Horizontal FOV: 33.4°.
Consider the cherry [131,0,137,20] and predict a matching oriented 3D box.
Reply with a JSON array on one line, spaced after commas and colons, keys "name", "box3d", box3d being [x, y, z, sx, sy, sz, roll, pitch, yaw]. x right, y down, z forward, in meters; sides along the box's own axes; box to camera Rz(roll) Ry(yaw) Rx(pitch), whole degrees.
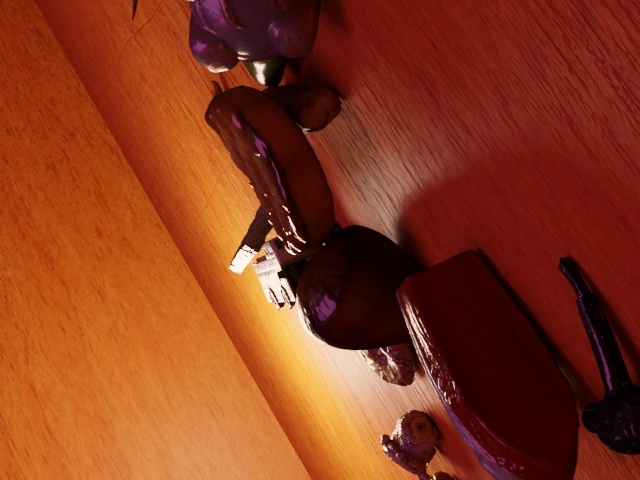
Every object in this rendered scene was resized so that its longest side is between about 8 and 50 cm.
[{"name": "cherry", "box3d": [-0.313, -0.504, 1.744, 0.236, 0.212, 0.286, -111, 15, -68]}]

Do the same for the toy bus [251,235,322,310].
[{"name": "toy bus", "box3d": [-0.061, 0.056, 2.127, 0.139, 0.113, 0.301, 66, 166, -1]}]

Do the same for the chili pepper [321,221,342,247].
[{"name": "chili pepper", "box3d": [0.006, 0.001, 1.858, 0.182, 0.073, 0.050, 56, 142, 42]}]

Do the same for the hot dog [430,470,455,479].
[{"name": "hot dog", "box3d": [0.255, 0.483, 1.933, 0.165, 0.045, 0.071, 41, 153, 54]}]

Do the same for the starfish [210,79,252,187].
[{"name": "starfish", "box3d": [-0.183, -0.217, 2.177, 0.227, 0.043, 0.241, 36, 148, 57]}]

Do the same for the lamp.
[{"name": "lamp", "box3d": [-0.113, -0.393, 1.366, 0.301, 0.247, 0.247, 62, -150, -48]}]

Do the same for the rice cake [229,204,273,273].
[{"name": "rice cake", "box3d": [-0.113, -0.032, 2.038, 0.037, 0.189, 0.198, 28, 169, -6]}]

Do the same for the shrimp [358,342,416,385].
[{"name": "shrimp", "box3d": [0.103, 0.147, 1.836, 0.154, 0.062, 0.294, 33, 153, 38]}]

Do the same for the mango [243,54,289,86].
[{"name": "mango", "box3d": [-0.094, -0.310, 1.613, 0.122, 0.085, 0.191, 57, 164, 8]}]

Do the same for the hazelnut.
[{"name": "hazelnut", "box3d": [0.071, 0.084, 1.609, 0.208, 0.208, 0.208, 55, 164, 25]}]

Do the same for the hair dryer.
[{"name": "hair dryer", "box3d": [0.298, 0.121, 1.147, 0.195, 0.075, 0.219, 113, 138, -83]}]

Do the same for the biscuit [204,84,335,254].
[{"name": "biscuit", "box3d": [-0.062, -0.110, 1.581, 0.274, 0.091, 0.213, 62, 162, -6]}]

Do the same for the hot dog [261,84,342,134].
[{"name": "hot dog", "box3d": [-0.049, -0.205, 1.655, 0.068, 0.083, 0.289, 32, 174, -21]}]

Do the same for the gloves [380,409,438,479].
[{"name": "gloves", "box3d": [0.167, 0.371, 1.956, 0.110, 0.094, 0.144, 36, 144, 36]}]

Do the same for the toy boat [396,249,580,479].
[{"name": "toy boat", "box3d": [0.215, 0.180, 1.323, 0.133, 0.145, 0.332, 88, 156, -60]}]
